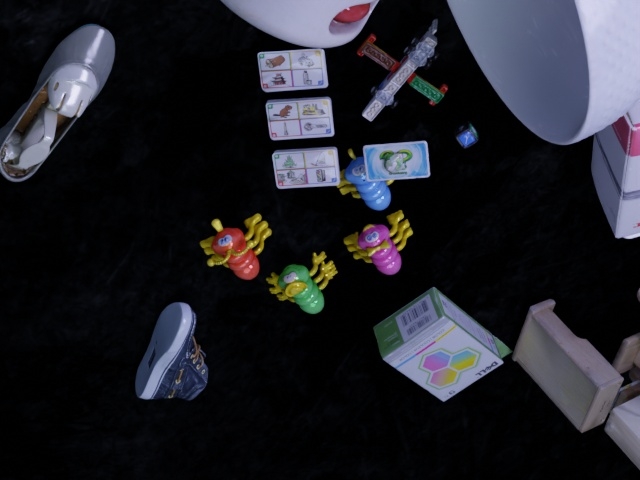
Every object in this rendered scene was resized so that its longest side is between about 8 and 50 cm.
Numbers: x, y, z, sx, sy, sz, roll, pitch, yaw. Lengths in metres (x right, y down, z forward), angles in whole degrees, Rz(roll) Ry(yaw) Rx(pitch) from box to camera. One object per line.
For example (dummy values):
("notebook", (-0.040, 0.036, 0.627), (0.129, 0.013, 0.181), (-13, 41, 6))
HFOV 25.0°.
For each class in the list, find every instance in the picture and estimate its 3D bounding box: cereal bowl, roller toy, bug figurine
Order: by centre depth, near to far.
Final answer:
("roller toy", (-0.012, -0.299, 1.437), (0.209, 0.191, 0.146), (15, 127, -27))
("cereal bowl", (0.238, -0.274, 1.446), (0.141, 0.339, 0.339), (-26, 137, -11))
("bug figurine", (0.000, 0.000, 1.823), (0.279, 0.072, 0.216), (-28, 135, 12))

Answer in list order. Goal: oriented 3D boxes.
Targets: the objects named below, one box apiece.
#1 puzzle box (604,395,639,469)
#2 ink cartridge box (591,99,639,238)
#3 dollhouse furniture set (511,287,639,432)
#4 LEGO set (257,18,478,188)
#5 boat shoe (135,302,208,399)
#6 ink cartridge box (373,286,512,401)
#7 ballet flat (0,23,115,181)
("puzzle box", (0.640, 0.276, 2.038), (0.409, 0.272, 0.052), (-19, 141, -27))
("ink cartridge box", (0.439, -0.133, 1.729), (0.207, 0.117, 0.283), (-15, 154, 0))
("dollhouse furniture set", (0.426, 0.149, 2.074), (0.242, 0.161, 0.212), (-18, 141, -29))
("LEGO set", (0.059, -0.156, 1.690), (0.244, 0.060, 0.182), (-4, 122, 7))
("boat shoe", (-0.183, 0.148, 1.933), (0.083, 0.065, 0.183), (7, 138, -25))
("ink cartridge box", (0.182, 0.160, 2.038), (0.109, 0.062, 0.209), (-36, 133, 19))
("ballet flat", (-0.291, -0.145, 1.602), (0.072, 0.068, 0.213), (23, 124, -33))
